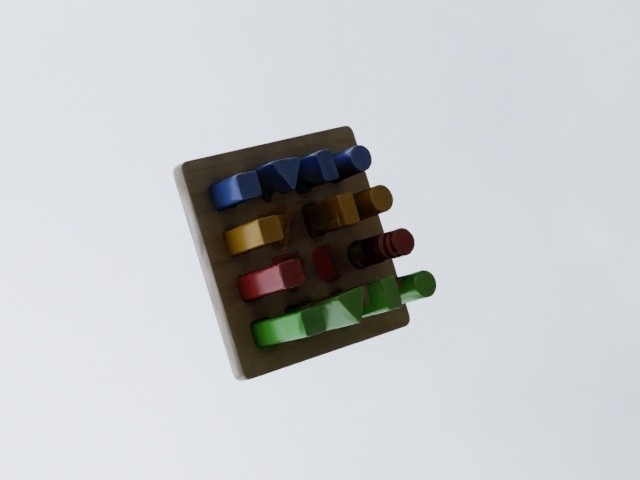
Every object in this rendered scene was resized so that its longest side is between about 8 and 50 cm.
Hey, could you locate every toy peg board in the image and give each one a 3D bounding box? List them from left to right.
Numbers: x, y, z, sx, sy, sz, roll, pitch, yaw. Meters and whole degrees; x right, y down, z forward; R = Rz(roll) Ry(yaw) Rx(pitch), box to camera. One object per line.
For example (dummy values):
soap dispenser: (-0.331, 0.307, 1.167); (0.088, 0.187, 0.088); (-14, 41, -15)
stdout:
toy peg board: (0.000, 0.000, 1.119); (0.161, 0.079, 0.161); (-16, -91, -38)
